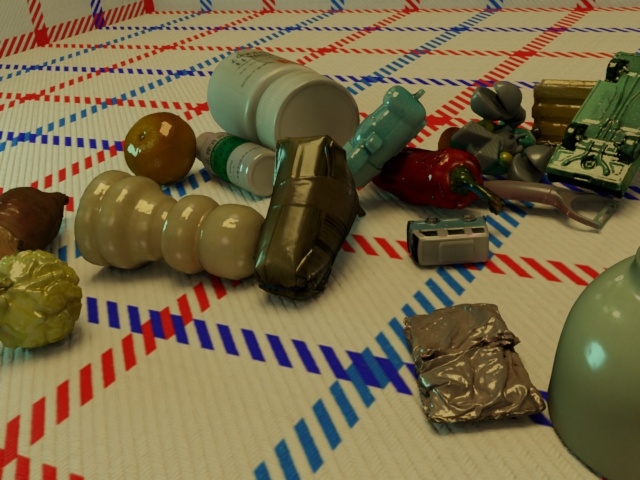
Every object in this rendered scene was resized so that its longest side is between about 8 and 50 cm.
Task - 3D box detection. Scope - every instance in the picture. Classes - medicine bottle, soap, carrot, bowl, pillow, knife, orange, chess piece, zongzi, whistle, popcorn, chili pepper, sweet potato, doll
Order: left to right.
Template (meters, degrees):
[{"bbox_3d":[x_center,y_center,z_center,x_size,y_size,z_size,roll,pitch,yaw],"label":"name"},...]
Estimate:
[{"bbox_3d":[-0.512,-0.034,1.508,0.131,0.131,0.337,-3,25,7],"label":"sweet potato"},{"bbox_3d":[-0.400,0.082,1.217,0.135,0.142,0.162,0,-14,21],"label":"popcorn"},{"bbox_3d":[-0.325,-0.187,1.795,0.154,0.155,0.134,10,-9,32],"label":"orange"},{"bbox_3d":[-0.220,-0.012,1.388,0.299,0.167,0.167,11,29,20],"label":"chess piece"},{"bbox_3d":[-0.170,-0.161,1.755,0.095,0.095,0.260,-20,26,-28],"label":"medicine bottle"},{"bbox_3d":[-0.086,-0.281,1.859,0.211,0.211,0.371,-17,26,-22],"label":"medicine bottle"},{"bbox_3d":[0.000,0.000,1.384,0.122,0.289,0.260,3,67,20],"label":"zongzi"},{"bbox_3d":[0.090,-0.164,1.554,0.274,0.093,0.186,-47,8,15],"label":"whistle"},{"bbox_3d":[0.185,-0.116,1.544,0.110,0.110,0.387,-18,18,-25],"label":"chili pepper"},{"bbox_3d":[0.256,-0.162,1.686,0.067,0.067,0.225,-1,26,11],"label":"carrot"},{"bbox_3d":[0.176,0.137,1.055,0.135,0.049,0.248,-10,21,3],"label":"pillow"},{"bbox_3d":[0.340,-0.199,1.601,0.195,0.153,0.258,43,36,-2],"label":"doll"},{"bbox_3d":[0.358,-0.076,1.490,0.277,0.053,0.123,11,24,32],"label":"knife"},{"bbox_3d":[0.529,-0.234,1.686,0.232,0.140,0.073,9,28,31],"label":"soap"},{"bbox_3d":[0.415,0.100,0.909,0.353,0.185,0.354,-5,24,2],"label":"bowl"}]

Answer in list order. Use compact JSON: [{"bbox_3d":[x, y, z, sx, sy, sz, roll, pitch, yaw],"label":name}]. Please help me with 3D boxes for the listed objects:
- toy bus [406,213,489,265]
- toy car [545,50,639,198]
[{"bbox_3d":[0.196,0.003,1.337,0.122,0.060,0.075,-4,27,1],"label":"toy bus"},{"bbox_3d":[0.516,-0.204,1.520,0.141,0.097,0.321,18,58,33],"label":"toy car"}]
